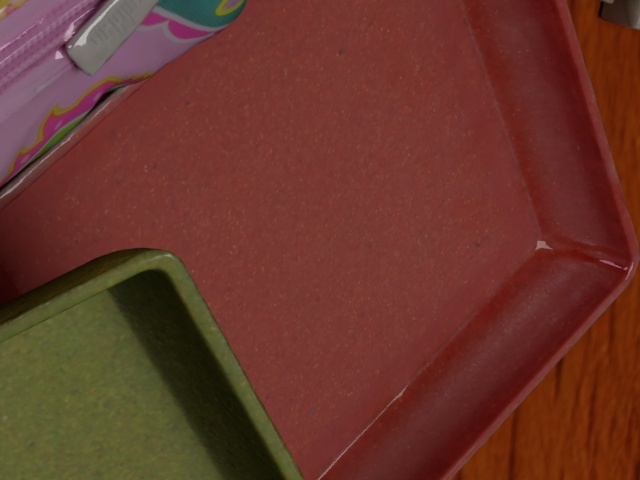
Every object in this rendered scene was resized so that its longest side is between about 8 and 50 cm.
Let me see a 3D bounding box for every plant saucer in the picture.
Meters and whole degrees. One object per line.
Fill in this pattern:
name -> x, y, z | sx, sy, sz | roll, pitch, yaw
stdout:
plant saucer -> 0.000, 0.000, 0.701 | 0.259, 0.047, 0.258 | -45, 135, -22
plant saucer -> -0.100, 0.094, 0.599 | 0.188, 0.045, 0.188 | -27, 130, -1

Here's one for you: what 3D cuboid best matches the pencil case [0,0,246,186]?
pencil case -> -0.140, -0.039, 0.484 | 0.284, 0.124, 0.124 | -40, 132, -26

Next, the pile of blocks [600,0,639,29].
pile of blocks -> 0.127, -0.170, 0.712 | 0.362, 0.112, 0.149 | 35, 81, -48
